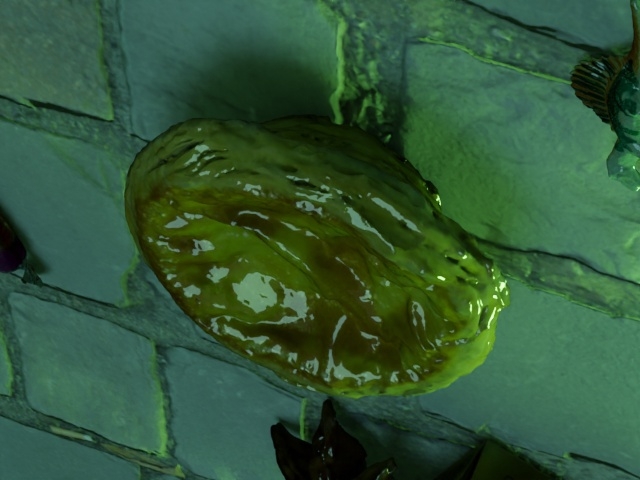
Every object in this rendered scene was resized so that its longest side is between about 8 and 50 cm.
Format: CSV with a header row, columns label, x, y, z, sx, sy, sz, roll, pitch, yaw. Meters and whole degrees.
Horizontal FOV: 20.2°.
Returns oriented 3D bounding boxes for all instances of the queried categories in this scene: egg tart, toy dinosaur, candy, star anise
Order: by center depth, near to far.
label,x,y,z,sx,sy,sz,roll,pitch,yaw
toy dinosaur,0.224,-0.107,1.309,0.106,0.044,0.187,9,146,49
egg tart,-0.001,0.000,1.507,0.341,0.132,0.341,18,145,13
candy,-0.332,-0.009,1.788,0.043,0.045,0.175,-25,126,8
star anise,0.030,0.303,1.844,0.288,0.088,0.288,36,139,40

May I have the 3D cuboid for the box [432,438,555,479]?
label,x,y,z,sx,sy,sz,roll,pitch,yaw
box,0.168,0.304,1.847,0.159,0.071,0.240,34,146,-4
